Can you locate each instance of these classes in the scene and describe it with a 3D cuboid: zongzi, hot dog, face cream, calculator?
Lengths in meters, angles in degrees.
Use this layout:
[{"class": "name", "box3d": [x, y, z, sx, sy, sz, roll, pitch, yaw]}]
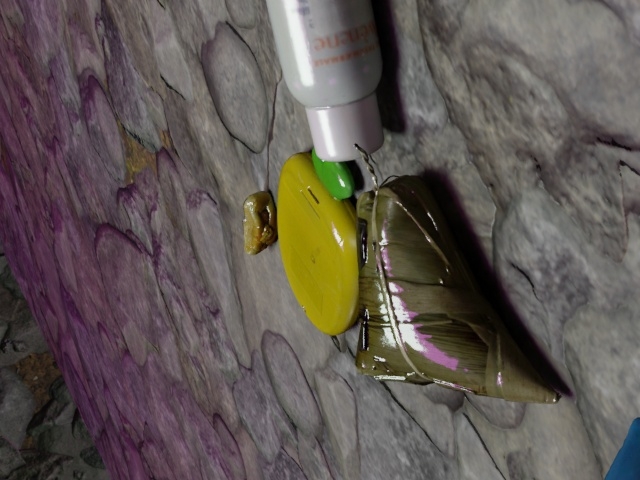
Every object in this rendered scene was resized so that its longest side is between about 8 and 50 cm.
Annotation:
[{"class": "zongzi", "box3d": [0.104, 0.022, 0.881, 0.178, 0.081, 0.189, 7, 103, 43]}, {"class": "hot dog", "box3d": [-0.063, -0.013, 1.269, 0.034, 0.030, 0.090, 45, 149, 31]}, {"class": "face cream", "box3d": [-0.002, -0.191, 0.898, 0.082, 0.082, 0.269, 24, 131, 62]}, {"class": "calculator", "box3d": [0.000, 0.000, 1.125, 0.146, 0.032, 0.235, 55, 156, 32]}]

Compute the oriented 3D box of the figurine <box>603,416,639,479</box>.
[{"class": "figurine", "box3d": [0.223, 0.259, 0.631, 0.298, 0.243, 0.416, 57, 178, 7]}]
